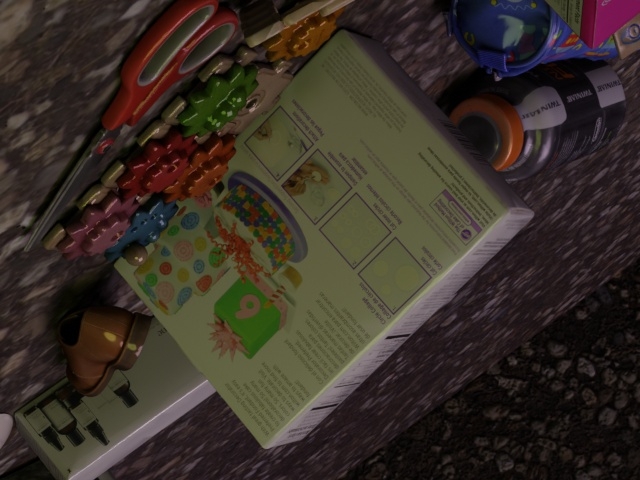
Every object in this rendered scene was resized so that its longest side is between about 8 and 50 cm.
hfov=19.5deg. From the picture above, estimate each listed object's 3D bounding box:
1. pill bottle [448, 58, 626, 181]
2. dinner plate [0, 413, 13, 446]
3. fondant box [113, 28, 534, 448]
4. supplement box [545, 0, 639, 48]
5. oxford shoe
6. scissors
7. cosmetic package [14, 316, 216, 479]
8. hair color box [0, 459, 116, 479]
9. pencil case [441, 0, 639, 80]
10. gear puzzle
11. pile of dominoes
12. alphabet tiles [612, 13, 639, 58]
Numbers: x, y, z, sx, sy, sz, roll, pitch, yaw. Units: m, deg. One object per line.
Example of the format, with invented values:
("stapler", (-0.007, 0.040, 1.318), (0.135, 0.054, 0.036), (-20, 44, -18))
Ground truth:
("pill bottle", (0.245, -0.142, 2.157), (0.245, 0.130, 0.130), (-21, 155, -52))
("dinner plate", (-0.375, 0.231, 1.934), (0.141, 0.017, 0.141), (-37, 163, -13))
("fondant box", (0.000, 0.000, 1.763), (0.330, 0.238, 0.096), (-44, 165, 14))
("supplement box", (0.186, -0.277, 1.468), (0.111, 0.220, 0.114), (-39, 165, -6))
("oxford shoe", (-0.228, 0.100, 1.844), (0.212, 0.076, 0.076), (137, -28, -64))
("scissors", (-0.175, -0.093, 1.511), (0.297, 0.021, 0.109), (-44, 167, 17))
("cosmetic package", (-0.202, 0.162, 1.997), (0.239, 0.099, 0.060), (-36, 164, -20))
("hair color box", (-0.245, 0.425, 2.098), (0.185, 0.374, 0.113), (-25, 159, -44))
("pencil case", (0.249, -0.238, 1.917), (0.306, 0.119, 0.133), (-17, 129, -55))
("gear puzzle", (-0.090, -0.094, 1.651), (0.339, 0.044, 0.175), (-45, 164, 15))
("pile of dominoes", (0.033, -0.197, 1.426), (0.196, 0.040, 0.251), (-28, -167, 3))
("alphabet tiles", (0.341, -0.327, 1.844), (0.198, 0.009, 0.237), (-36, 127, -16))
